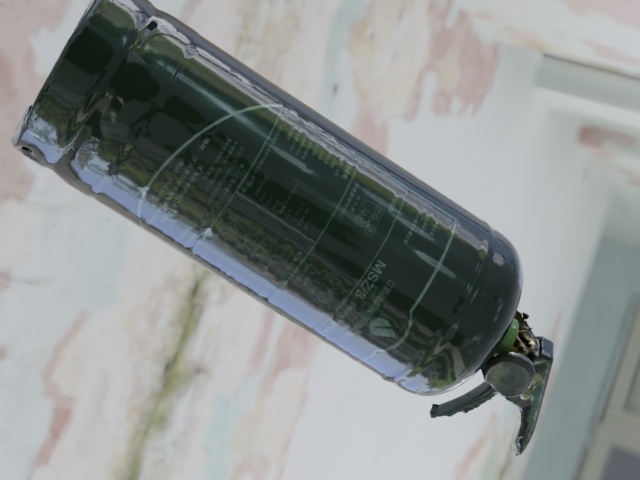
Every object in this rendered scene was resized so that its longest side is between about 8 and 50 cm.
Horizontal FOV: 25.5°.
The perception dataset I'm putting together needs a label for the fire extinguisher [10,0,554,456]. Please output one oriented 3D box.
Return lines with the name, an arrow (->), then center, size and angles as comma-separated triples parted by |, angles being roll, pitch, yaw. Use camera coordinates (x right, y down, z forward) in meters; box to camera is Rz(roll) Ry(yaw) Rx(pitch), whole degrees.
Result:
fire extinguisher -> 0.000, 0.000, 0.697 | 0.114, 0.311, 0.095 | -53, 12, 29
